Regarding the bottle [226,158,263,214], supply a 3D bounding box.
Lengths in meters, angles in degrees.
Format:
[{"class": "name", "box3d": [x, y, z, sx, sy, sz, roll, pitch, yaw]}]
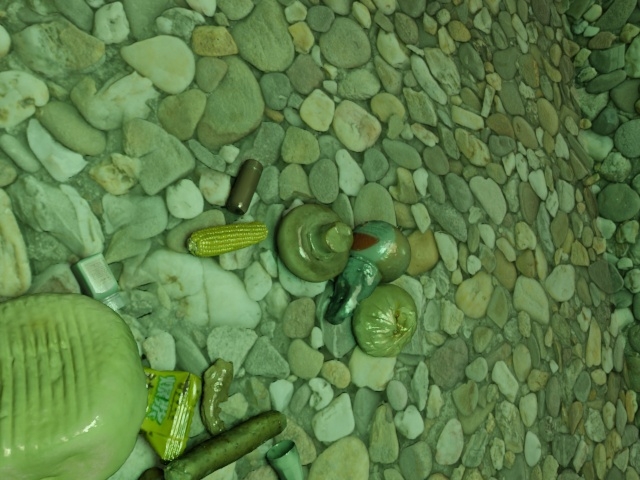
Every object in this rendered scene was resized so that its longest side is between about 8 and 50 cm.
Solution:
[{"class": "bottle", "box3d": [-0.184, -0.132, 1.300, 0.053, 0.053, 0.140, 31, 63, -27]}]

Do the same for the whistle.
[{"class": "whistle", "box3d": [0.114, 0.070, 1.403, 0.189, 0.189, 0.348, 48, 63, -18]}]

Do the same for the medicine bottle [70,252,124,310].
[{"class": "medicine bottle", "box3d": [-0.437, 0.088, 1.047, 0.055, 0.074, 0.118, -30, 98, -38]}]

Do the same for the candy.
[{"class": "candy", "box3d": [-0.384, 0.312, 1.031, 0.297, 0.081, 0.187, 23, 67, -21]}]

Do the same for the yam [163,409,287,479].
[{"class": "yam", "box3d": [-0.188, 0.430, 1.113, 0.317, 0.067, 0.071, -7, 119, -56]}]

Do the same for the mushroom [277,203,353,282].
[{"class": "mushroom", "box3d": [0.000, 0.000, 1.316, 0.204, 0.204, 0.204, 9, 74, -35]}]

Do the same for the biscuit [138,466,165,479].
[{"class": "biscuit", "box3d": [-0.433, 0.531, 0.927, 0.366, 0.115, 0.268, 21, 68, -30]}]

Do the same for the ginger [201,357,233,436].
[{"class": "ginger", "box3d": [-0.229, 0.346, 1.164, 0.069, 0.051, 0.173, 16, 77, -45]}]

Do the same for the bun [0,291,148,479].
[{"class": "bun", "box3d": [-0.458, 0.262, 0.863, 0.361, 0.213, 0.361, 6, 42, -5]}]

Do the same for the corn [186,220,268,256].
[{"class": "corn", "box3d": [-0.216, -0.006, 1.239, 0.206, 0.067, 0.067, -15, 89, -39]}]

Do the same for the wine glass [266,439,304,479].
[{"class": "wine glass", "box3d": [-0.066, 0.549, 1.225, 0.073, 0.073, 0.155, -24, 98, -38]}]

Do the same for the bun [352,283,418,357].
[{"class": "bun", "box3d": [0.191, 0.218, 1.453, 0.222, 0.127, 0.222, 11, 72, -37]}]
